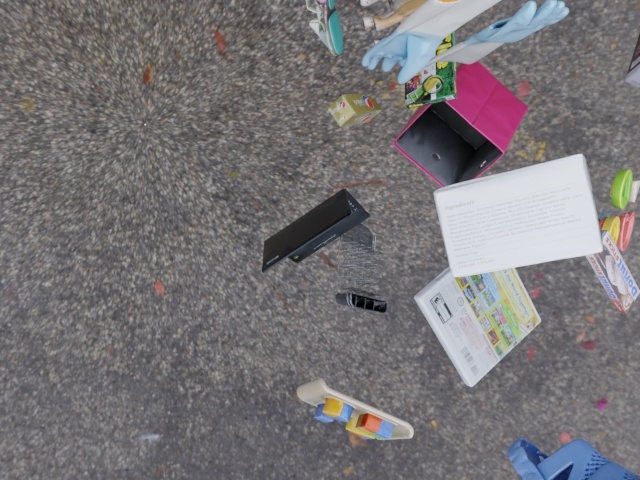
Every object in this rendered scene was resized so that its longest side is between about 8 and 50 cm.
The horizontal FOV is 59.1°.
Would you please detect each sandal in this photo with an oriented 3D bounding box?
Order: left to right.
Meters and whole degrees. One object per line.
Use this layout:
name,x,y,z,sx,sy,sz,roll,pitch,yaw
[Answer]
sandal,0.393,0.361,0.838,0.126,0.318,0.138,33,53,-39

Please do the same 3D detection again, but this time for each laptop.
laptop,0.000,0.000,1.325,0.234,0.136,0.264,-32,149,12

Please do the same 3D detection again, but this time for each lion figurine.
lion figurine,0.227,-0.558,1.350,0.241,0.392,0.142,-14,136,4

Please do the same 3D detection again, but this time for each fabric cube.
fabric cube,0.430,-0.352,1.735,0.259,0.254,0.258,40,54,-4

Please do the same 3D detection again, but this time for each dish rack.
dish rack,0.123,0.075,1.678,0.208,0.074,0.271,21,69,-53

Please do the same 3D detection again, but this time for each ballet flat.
ballet flat,0.006,-0.574,1.417,0.076,0.079,0.221,-61,150,-41

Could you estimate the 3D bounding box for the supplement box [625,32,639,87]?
supplement box,0.596,-0.376,0.922,0.073,0.130,0.239,22,78,1

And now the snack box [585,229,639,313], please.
snack box,0.579,0.063,1.118,0.064,0.022,0.178,-49,116,-19

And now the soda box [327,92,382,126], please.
soda box,0.094,-0.350,1.504,0.058,0.181,0.061,-38,85,32

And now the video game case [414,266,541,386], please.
video game case,0.307,0.132,1.082,0.206,0.026,0.226,-38,109,-15

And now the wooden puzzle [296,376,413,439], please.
wooden puzzle,0.095,0.584,1.876,0.348,0.322,0.080,30,65,-5

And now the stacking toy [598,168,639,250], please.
stacking toy,0.982,-0.102,1.943,0.309,0.131,0.279,6,96,-51

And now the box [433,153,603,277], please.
box,0.269,-0.031,0.752,0.182,0.181,0.118,-13,88,26

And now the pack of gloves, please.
pack of gloves,0.171,-0.235,0.699,0.195,0.232,0.046,-6,92,-18

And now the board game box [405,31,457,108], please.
board game box,0.289,-0.483,1.488,0.030,0.136,0.259,24,64,-59
